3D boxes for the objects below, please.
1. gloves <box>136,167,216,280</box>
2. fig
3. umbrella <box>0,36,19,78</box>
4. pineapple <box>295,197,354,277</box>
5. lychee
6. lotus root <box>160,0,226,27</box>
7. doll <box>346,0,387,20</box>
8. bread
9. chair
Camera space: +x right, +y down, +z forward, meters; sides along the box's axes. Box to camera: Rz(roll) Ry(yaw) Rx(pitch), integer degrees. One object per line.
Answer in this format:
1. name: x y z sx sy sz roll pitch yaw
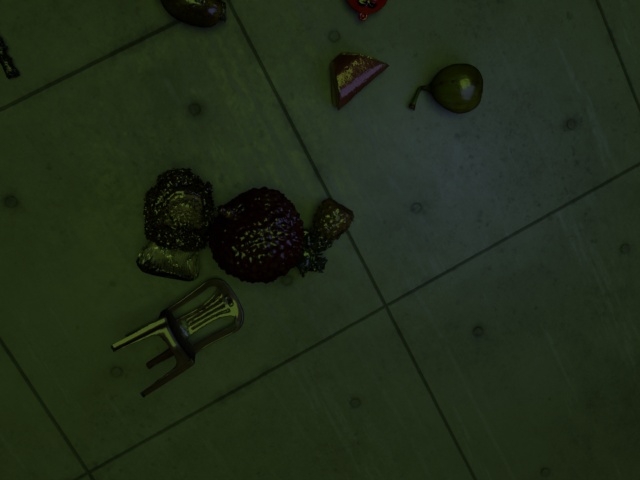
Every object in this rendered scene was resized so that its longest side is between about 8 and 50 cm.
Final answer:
1. gloves: -0.394 -0.046 1.656 0.211 0.135 0.312 19 94 -12
2. fig: 0.376 -0.436 1.751 0.142 0.186 0.147 -13 115 -52
3. umbrella: -0.829 -0.492 1.577 0.040 0.037 0.143 -21 103 8
4. pineapple: 0.000 0.000 1.748 0.119 0.111 0.237 37 101 20
5. lychee: -0.171 -0.016 1.625 0.264 0.264 0.300 -51 137 0
6. lotus root: -0.346 -0.627 1.598 0.210 0.120 0.120 18 94 -13
7. doll: 0.127 -0.722 1.684 0.183 0.085 0.217 16 85 -12
8. bread: 0.084 -0.472 1.715 0.192 0.067 0.119 -44 102 -2
9. chair: -0.375 0.255 1.676 0.327 0.183 0.175 -31 102 -3
